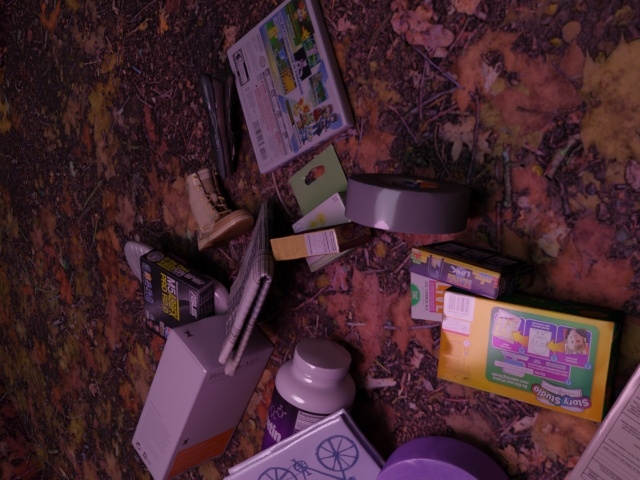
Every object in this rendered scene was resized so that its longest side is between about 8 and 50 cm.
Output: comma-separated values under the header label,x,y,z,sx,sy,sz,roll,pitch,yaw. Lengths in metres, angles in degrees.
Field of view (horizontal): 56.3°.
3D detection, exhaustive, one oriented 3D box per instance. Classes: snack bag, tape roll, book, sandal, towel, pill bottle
label,x,y,z,sx,sy,sz,roll,pitch,yaw
snack bag,0.017,0.556,1.281,0.323,0.037,0.342,-34,101,15
tape roll,0.232,0.517,1.133,0.275,0.090,0.274,6,105,24
book,0.241,0.108,1.154,0.144,0.035,0.096,0,93,45
sandal,-0.397,0.109,1.717,0.416,0.102,0.169,25,130,27
towel,-0.177,0.109,1.405,0.312,0.056,0.324,-97,25,-56
tape roll,0.155,-0.070,1.072,0.219,0.219,0.072,17,109,41
pill bottle,-0.027,0.390,1.346,0.181,0.182,0.322,28,115,37

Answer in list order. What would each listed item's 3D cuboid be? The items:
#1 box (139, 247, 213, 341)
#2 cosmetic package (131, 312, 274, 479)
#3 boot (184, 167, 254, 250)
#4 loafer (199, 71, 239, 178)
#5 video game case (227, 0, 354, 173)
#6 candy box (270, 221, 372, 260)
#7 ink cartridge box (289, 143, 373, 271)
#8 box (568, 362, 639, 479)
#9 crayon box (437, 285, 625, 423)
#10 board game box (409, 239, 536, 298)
label,x,y,z,sx,sy,sz,roll,pitch,yaw
box,-0.390,0.179,1.635,0.216,0.060,0.270,27,130,24
cosmetic package,-0.321,0.419,1.599,0.161,0.230,0.453,43,124,29
boot,-0.270,-0.096,1.547,0.262,0.095,0.203,-26,77,58
loafer,-0.237,-0.286,1.499,0.096,0.084,0.267,-134,33,-58
video game case,-0.079,-0.357,1.374,0.300,0.036,0.328,-22,81,43
candy box,0.000,0.000,1.234,0.187,0.109,0.053,-7,96,43
ink cartridge box,0.003,-0.070,1.332,0.171,0.056,0.235,-34,76,42
box,0.498,0.292,0.870,0.149,0.127,0.232,35,120,34
crayon box,0.343,0.178,1.003,0.279,0.081,0.165,9,103,33
board game box,0.265,0.047,1.041,0.170,0.141,0.048,18,109,41
